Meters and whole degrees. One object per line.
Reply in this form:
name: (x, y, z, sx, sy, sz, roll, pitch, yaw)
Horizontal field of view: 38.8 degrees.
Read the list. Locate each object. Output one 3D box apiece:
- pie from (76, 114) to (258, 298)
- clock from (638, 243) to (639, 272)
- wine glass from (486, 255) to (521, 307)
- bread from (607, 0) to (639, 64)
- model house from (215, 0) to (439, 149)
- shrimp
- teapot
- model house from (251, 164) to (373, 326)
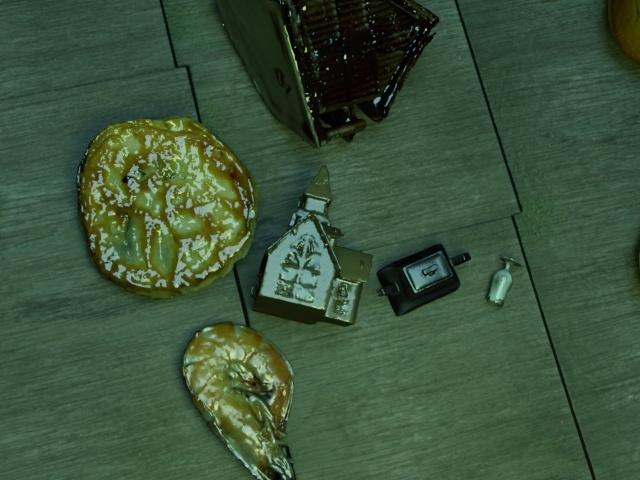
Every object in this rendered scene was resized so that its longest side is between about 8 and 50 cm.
pie: (-0.255, -0.053, 1.476, 0.315, 0.092, 0.315, 0, 79, -2)
clock: (0.652, 0.052, 1.570, 0.236, 0.057, 0.237, 2, 74, -7)
wine glass: (0.309, 0.072, 1.535, 0.038, 0.042, 0.083, 12, 74, 36)
bread: (0.629, -0.441, 1.646, 0.195, 0.143, 0.270, 13, 77, -6)
model house: (0.015, -0.362, 1.545, 0.282, 0.297, 0.317, -27, 43, -21)
shrimp: (-0.096, 0.265, 1.426, 0.164, 0.062, 0.317, -31, 79, -16)
teapot: (0.169, 0.057, 1.490, 0.177, 0.096, 0.087, -22, 79, -12)
model house: (0.000, 0.000, 1.440, 0.176, 0.181, 0.248, 14, 76, -4)
